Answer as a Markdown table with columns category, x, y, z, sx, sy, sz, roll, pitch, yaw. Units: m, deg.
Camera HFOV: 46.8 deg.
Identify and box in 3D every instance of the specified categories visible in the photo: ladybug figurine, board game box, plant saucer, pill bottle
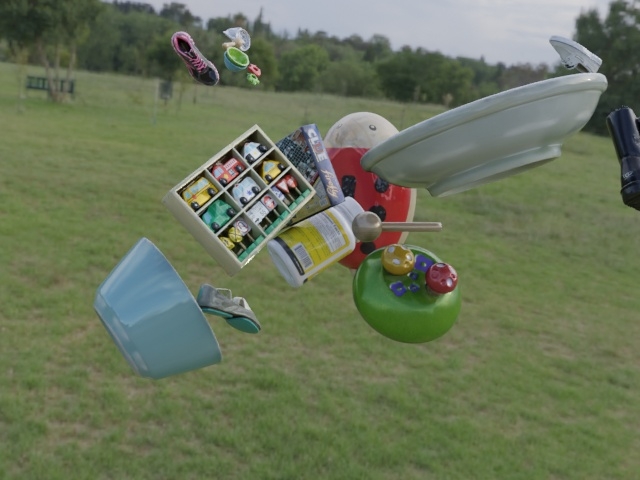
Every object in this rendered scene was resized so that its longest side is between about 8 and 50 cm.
| category | x | y | z | sx | sy | sz | roll | pitch | yaw |
| --- | --- | --- | --- | --- | --- | --- | --- | --- | --- |
| ladybug figurine | 0.101 | -0.121 | 2.001 | 0.305 | 0.450 | 0.162 | 1 | 8 | 20 |
| board game box | -0.064 | -0.117 | 1.511 | 0.042 | 0.165 | 0.243 | -21 | -1 | -39 |
| plant saucer | 0.266 | -0.147 | 1.184 | 0.400 | 0.101 | 0.400 | -17 | -2 | -1 |
| pill bottle | 0.000 | 0.000 | 1.593 | 0.208 | 0.119 | 0.119 | -33 | 26 | -15 |

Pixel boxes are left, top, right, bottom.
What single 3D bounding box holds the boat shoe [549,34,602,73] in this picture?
| category | x | y | z | sx | sy | sz | roll | pitch | yaw |
| --- | --- | --- | --- | --- | --- | --- | --- | --- | --- |
| boat shoe | 0.388 | -0.281 | 1.138 | 0.100 | 0.035 | 0.035 | 22 | 5 | -26 |

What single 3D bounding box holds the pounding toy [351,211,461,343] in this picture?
| category | x | y | z | sx | sy | sz | roll | pitch | yaw |
| --- | --- | --- | --- | --- | --- | --- | --- | --- | --- |
| pounding toy | 0.148 | 0.038 | 1.196 | 0.182 | 0.110 | 0.237 | 1 | 56 | -11 |

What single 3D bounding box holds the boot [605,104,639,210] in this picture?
| category | x | y | z | sx | sy | sz | roll | pitch | yaw |
| --- | --- | --- | --- | --- | --- | --- | --- | --- | --- |
| boot | 0.676 | -0.147 | 1.480 | 0.246 | 0.207 | 0.094 | 18 | -30 | -29 |

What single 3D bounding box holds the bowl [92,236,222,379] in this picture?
| category | x | y | z | sx | sy | sz | roll | pitch | yaw |
| --- | --- | --- | --- | --- | --- | --- | --- | --- | --- |
| bowl | -0.357 | 0.165 | 1.537 | 0.163 | 0.312 | 0.311 | -32 | 28 | -19 |

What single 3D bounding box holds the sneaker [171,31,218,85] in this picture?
| category | x | y | z | sx | sy | sz | roll | pitch | yaw |
| --- | --- | --- | --- | --- | --- | --- | --- | --- | --- |
| sneaker | -0.236 | -0.338 | 1.380 | 0.119 | 0.047 | 0.057 | 49 | 0 | -11 |

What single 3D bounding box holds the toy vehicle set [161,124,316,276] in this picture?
| category | x | y | z | sx | sy | sz | roll | pitch | yaw |
| --- | --- | --- | --- | --- | --- | --- | --- | --- | --- |
| toy vehicle set | -0.129 | -0.075 | 1.254 | 0.166 | 0.035 | 0.267 | 47 | 42 | -6 |

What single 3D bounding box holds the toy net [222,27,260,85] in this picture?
| category | x | y | z | sx | sy | sz | roll | pitch | yaw |
| --- | --- | --- | --- | --- | --- | --- | --- | --- | --- |
| toy net | -0.210 | -0.520 | 2.019 | 0.122 | 0.045 | 0.232 | 23 | 39 | -26 |

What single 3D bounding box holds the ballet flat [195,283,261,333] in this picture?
| category | x | y | z | sx | sy | sz | roll | pitch | yaw |
| --- | --- | --- | --- | --- | --- | --- | --- | --- | --- |
| ballet flat | -0.194 | 0.147 | 1.626 | 0.072 | 0.068 | 0.213 | -6 | -24 | 30 |
